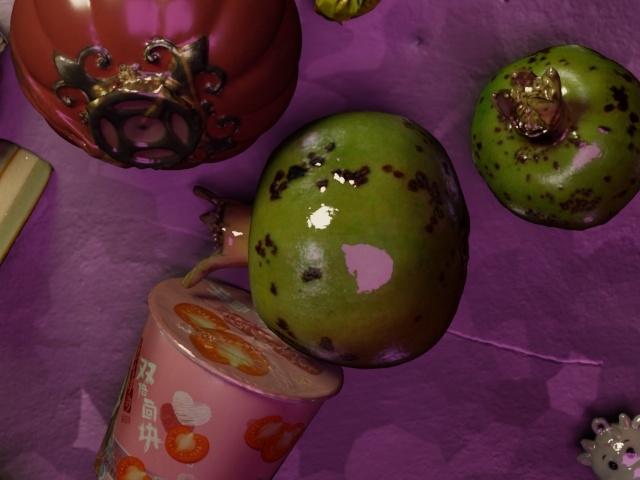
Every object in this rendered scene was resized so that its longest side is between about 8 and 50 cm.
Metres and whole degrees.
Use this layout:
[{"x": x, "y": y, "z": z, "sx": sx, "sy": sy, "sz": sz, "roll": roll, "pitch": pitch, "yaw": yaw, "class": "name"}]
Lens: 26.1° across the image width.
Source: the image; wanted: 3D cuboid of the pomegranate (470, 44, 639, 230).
[{"x": 0.259, "y": -0.119, "z": 1.522, "sx": 0.211, "sy": 0.263, "sz": 0.211, "roll": -5, "pitch": 80, "yaw": 27, "class": "pomegranate"}]

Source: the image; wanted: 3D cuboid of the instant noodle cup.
[{"x": -0.131, "y": 0.199, "z": 1.584, "sx": 0.243, "sy": 0.243, "sz": 0.231, "roll": 24, "pitch": 108, "yaw": -11, "class": "instant noodle cup"}]

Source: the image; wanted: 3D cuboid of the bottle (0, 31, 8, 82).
[{"x": -0.396, "y": -0.197, "z": 1.516, "sx": 0.099, "sy": 0.099, "sz": 0.152, "roll": 11, "pitch": 101, "yaw": -8, "class": "bottle"}]

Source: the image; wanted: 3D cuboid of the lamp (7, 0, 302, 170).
[{"x": -0.170, "y": -0.205, "z": 1.439, "sx": 0.303, "sy": 0.257, "sz": 0.303, "roll": 1, "pitch": 143, "yaw": 1, "class": "lamp"}]

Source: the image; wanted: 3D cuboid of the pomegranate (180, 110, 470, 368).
[{"x": 0.008, "y": -0.011, "z": 1.515, "sx": 0.323, "sy": 0.291, "sz": 0.290, "roll": 18, "pitch": 103, "yaw": -1, "class": "pomegranate"}]

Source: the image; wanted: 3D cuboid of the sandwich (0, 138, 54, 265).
[{"x": -0.374, "y": -0.022, "z": 1.555, "sx": 0.079, "sy": 0.113, "sz": 0.163, "roll": 31, "pitch": 100, "yaw": -12, "class": "sandwich"}]

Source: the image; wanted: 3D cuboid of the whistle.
[{"x": 0.417, "y": 0.313, "z": 1.724, "sx": 0.102, "sy": 0.105, "sz": 0.253, "roll": -25, "pitch": 112, "yaw": 45, "class": "whistle"}]

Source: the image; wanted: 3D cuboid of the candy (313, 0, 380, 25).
[{"x": 0.067, "y": -0.313, "z": 1.462, "sx": 0.073, "sy": 0.262, "sz": 0.077, "roll": 41, "pitch": 55, "yaw": -5, "class": "candy"}]
